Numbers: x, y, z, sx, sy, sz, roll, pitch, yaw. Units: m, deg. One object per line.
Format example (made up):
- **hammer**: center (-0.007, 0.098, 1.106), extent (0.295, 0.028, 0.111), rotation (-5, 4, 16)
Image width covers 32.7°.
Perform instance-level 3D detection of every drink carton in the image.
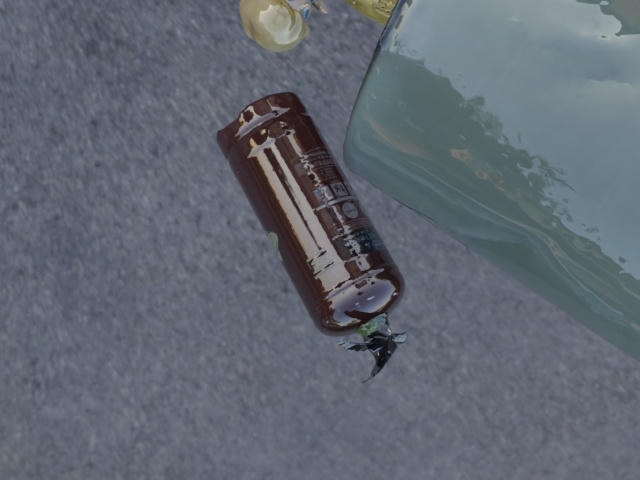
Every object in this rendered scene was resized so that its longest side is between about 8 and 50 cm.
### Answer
- **drink carton**: center (0.124, -0.038, 0.420), extent (0.191, 0.189, 0.185), rotation (-38, 154, -55)

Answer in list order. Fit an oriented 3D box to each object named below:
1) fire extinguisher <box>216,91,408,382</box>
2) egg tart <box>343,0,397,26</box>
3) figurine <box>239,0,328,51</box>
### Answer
- **fire extinguisher**: center (0.000, 0.000, 1.216), extent (0.114, 0.337, 0.135), rotation (-39, 162, 31)
- **egg tart**: center (0.145, -0.304, 1.398), extent (0.278, 0.279, 0.095), rotation (13, 109, -27)
- **figurine**: center (-0.037, -0.381, 1.710), extent (0.196, 0.108, 0.114), rotation (-44, 160, -10)
